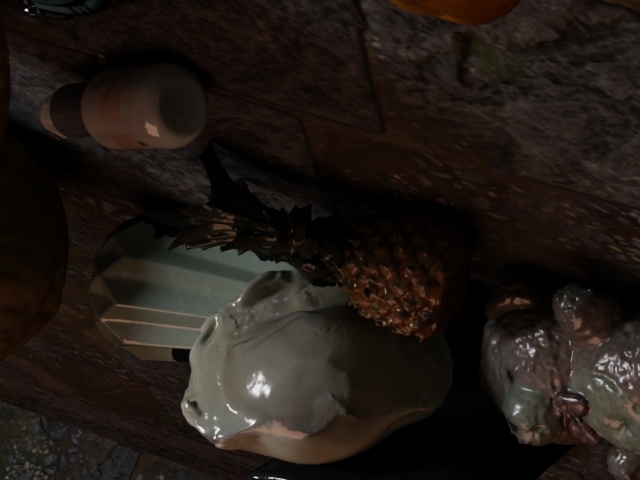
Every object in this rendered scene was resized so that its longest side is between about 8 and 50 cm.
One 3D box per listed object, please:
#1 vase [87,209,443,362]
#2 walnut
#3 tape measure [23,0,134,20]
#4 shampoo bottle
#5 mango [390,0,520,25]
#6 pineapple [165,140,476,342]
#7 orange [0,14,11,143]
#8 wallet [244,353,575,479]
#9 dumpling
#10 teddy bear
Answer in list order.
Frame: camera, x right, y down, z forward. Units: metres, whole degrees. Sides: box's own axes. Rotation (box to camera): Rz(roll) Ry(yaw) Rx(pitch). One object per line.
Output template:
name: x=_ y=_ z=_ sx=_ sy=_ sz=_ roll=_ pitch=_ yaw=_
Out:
vase: x=-0.058 y=0.066 z=1.781 sx=0.360 sy=0.165 sz=0.165 roll=9 pitch=159 yaw=24
walnut: x=-0.421 y=-0.006 z=1.766 sx=0.344 sy=0.306 sz=0.306 roll=32 pitch=160 yaw=-20
tape measure: x=-0.185 y=-0.232 z=1.089 sx=0.199 sy=0.112 sz=0.186 roll=26 pitch=156 yaw=5
shampoo bottle: x=-0.177 y=-0.116 z=1.488 sx=0.192 sy=0.074 sz=0.074 roll=5 pitch=156 yaw=48
mango: x=0.076 y=-0.172 z=1.002 sx=0.105 sy=0.084 sz=0.159 roll=21 pitch=-176 yaw=5
pineapple: x=0.000 y=0.000 z=1.572 sx=0.277 sy=0.119 sz=0.130 roll=18 pitch=-153 yaw=15
orange: x=-0.404 y=-0.137 z=1.338 sx=0.341 sy=0.293 sz=0.340 roll=20 pitch=146 yaw=14
wallet: x=0.118 y=0.210 z=1.744 sx=0.228 sy=0.062 sz=0.406 roll=9 pitch=-163 yaw=29
dumpling: x=-0.003 y=0.112 z=1.616 sx=0.258 sy=0.193 sz=0.147 roll=-3 pitch=154 yaw=-3
teddy bear: x=0.263 y=0.126 z=1.563 sx=0.267 sy=0.151 sz=0.236 roll=7 pitch=133 yaw=33
